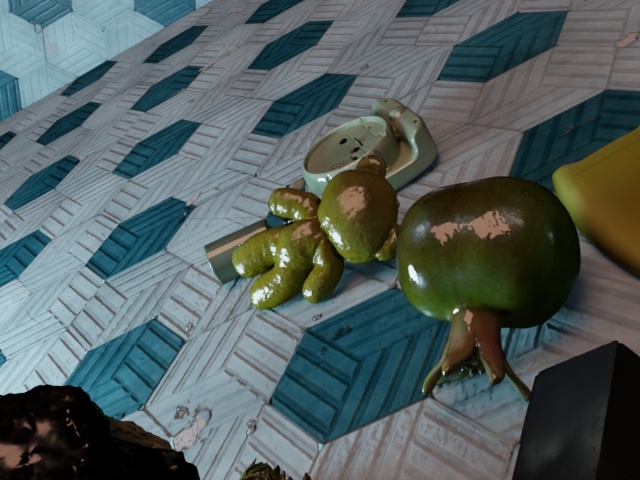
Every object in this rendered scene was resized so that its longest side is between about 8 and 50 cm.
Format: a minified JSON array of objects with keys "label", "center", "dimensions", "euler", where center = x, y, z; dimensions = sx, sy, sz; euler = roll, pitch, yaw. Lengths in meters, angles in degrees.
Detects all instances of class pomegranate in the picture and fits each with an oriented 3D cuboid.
[{"label":"pomegranate","center":[0.138,0.040,0.658],"dimensions":[0.152,0.131,0.191],"euler":[-9,59,26]}]

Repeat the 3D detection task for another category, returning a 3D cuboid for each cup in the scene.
[{"label":"cup","center":[-0.093,0.016,0.981],"dimensions":[0.083,0.075,0.054],"euler":[-26,67,3]}]

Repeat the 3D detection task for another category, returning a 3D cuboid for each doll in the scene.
[{"label":"doll","center":[0.000,0.000,0.876],"dimensions":[0.209,0.097,0.137],"euler":[-27,68,22]}]

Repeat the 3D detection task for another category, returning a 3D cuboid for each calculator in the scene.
[{"label":"calculator","center":[0.309,-0.043,0.699],"dimensions":[0.157,0.033,0.236],"euler":[-30,32,2]}]

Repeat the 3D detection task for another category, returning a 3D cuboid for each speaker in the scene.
[{"label":"speaker","center":[0.156,0.168,0.492],"dimensions":[0.082,0.044,0.218],"euler":[-38,17,49]}]

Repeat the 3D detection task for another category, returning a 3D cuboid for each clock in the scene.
[{"label":"clock","center":[0.043,-0.099,0.999],"dimensions":[0.191,0.062,0.151],"euler":[-33,30,-1]}]

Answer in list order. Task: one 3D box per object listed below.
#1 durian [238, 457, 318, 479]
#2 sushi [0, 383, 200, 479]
[{"label":"durian","center":[-0.023,0.279,0.501],"dimensions":[0.394,0.163,0.198],"euler":[-113,43,-64]},{"label":"sushi","center":[-0.197,0.246,0.506],"dimensions":[0.350,0.211,0.171],"euler":[-58,11,29]}]
